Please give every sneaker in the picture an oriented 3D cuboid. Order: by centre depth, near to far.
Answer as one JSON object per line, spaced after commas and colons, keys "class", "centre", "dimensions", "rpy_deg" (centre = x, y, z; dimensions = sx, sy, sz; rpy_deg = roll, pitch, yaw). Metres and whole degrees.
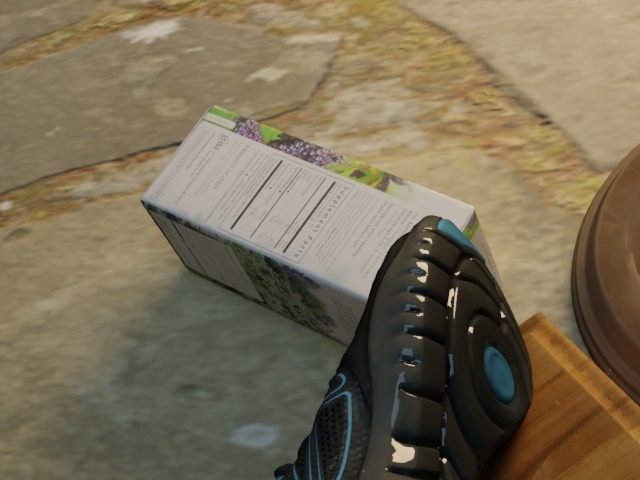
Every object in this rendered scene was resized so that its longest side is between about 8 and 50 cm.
{"class": "sneaker", "centre": [0.025, 0.114, 0.820], "dimensions": [0.139, 0.125, 0.341], "rpy_deg": [-24, 28, 30]}

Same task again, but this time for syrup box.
{"class": "syrup box", "centre": [0.000, 0.000, 1.051], "dimensions": [0.237, 0.093, 0.096], "rpy_deg": [22, 67, 33]}

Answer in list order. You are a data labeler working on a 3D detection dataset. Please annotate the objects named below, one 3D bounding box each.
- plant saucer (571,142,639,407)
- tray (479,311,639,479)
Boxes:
{"class": "plant saucer", "centre": [0.295, 0.006, 0.964], "dimensions": [0.278, 0.041, 0.278], "rpy_deg": [-11, 54, 15]}
{"class": "tray", "centre": [0.016, 0.221, 0.863], "dimensions": [0.411, 0.076, 0.203], "rpy_deg": [-33, 33, -4]}
